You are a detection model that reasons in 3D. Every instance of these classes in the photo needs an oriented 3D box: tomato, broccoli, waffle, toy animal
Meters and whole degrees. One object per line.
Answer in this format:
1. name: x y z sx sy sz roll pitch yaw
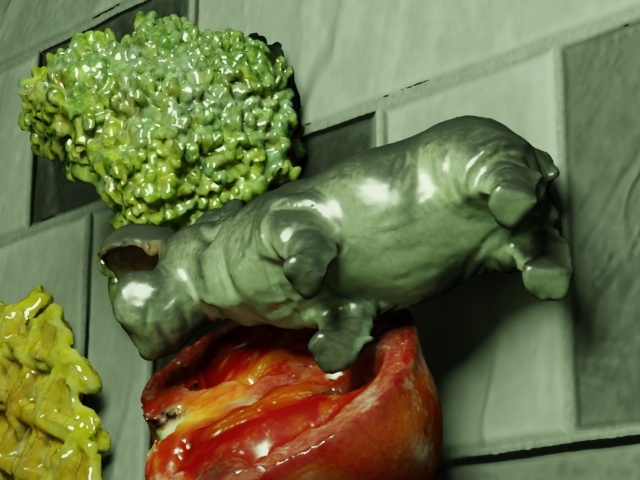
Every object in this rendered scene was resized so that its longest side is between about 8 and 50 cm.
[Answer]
1. tomato: -0.010 0.138 1.071 0.200 0.139 0.233 -22 24 8
2. broccoli: -0.150 -0.057 1.266 0.273 0.180 0.242 -55 46 21
3. waffle: -0.293 0.205 1.435 0.325 0.068 0.302 -45 49 32
4. toy animal: -0.008 0.009 1.049 0.343 0.106 0.168 -13 26 20
